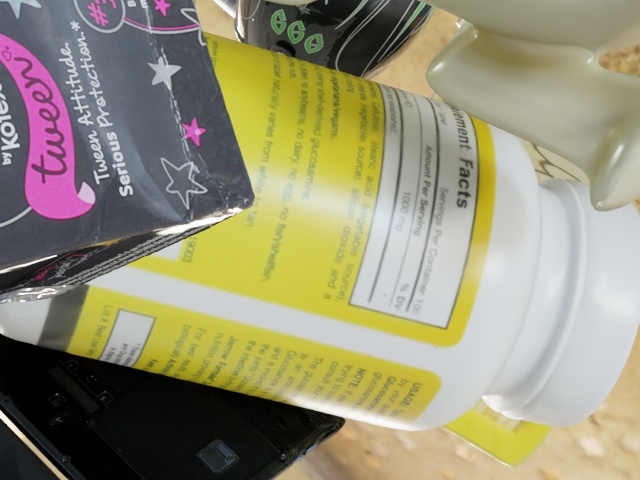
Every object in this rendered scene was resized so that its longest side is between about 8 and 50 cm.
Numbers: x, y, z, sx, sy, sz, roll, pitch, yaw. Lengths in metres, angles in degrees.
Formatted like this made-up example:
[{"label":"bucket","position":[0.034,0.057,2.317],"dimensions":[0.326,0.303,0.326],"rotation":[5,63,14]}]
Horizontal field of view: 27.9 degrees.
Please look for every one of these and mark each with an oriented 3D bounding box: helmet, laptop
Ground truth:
[{"label":"helmet","position":[0.020,-0.210,0.994],"dimensions":[0.169,0.169,0.161],"rotation":[35,-58,6]},{"label":"laptop","position":[-0.166,0.135,0.798],"dimensions":[0.234,0.264,0.136],"rotation":[40,-45,19]}]

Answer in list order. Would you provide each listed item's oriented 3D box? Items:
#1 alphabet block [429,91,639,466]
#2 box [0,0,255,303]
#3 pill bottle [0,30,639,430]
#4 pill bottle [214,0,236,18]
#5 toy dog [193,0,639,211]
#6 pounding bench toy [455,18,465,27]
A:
[{"label":"alphabet block","position":[0.123,0.016,0.984],"dimensions":[0.192,0.197,0.193],"rotation":[30,-71,-4]},{"label":"box","position":[-0.156,-0.095,0.440],"dimensions":[0.163,0.142,0.247],"rotation":[-21,-95,49]},{"label":"pill bottle","position":[0.000,0.000,0.720],"dimensions":[0.334,0.188,0.188],"rotation":[15,-25,-13]},{"label":"pill bottle","position":[-0.037,-0.242,1.139],"dimensions":[0.219,0.123,0.123],"rotation":[40,-28,-10]},{"label":"toy dog","position":[0.125,-0.202,0.588],"dimensions":[0.408,0.395,0.284],"rotation":[9,-37,-14]},{"label":"pounding bench toy","position":[0.158,-0.163,1.003],"dimensions":[0.083,0.065,0.052],"rotation":[46,-14,-2]}]
